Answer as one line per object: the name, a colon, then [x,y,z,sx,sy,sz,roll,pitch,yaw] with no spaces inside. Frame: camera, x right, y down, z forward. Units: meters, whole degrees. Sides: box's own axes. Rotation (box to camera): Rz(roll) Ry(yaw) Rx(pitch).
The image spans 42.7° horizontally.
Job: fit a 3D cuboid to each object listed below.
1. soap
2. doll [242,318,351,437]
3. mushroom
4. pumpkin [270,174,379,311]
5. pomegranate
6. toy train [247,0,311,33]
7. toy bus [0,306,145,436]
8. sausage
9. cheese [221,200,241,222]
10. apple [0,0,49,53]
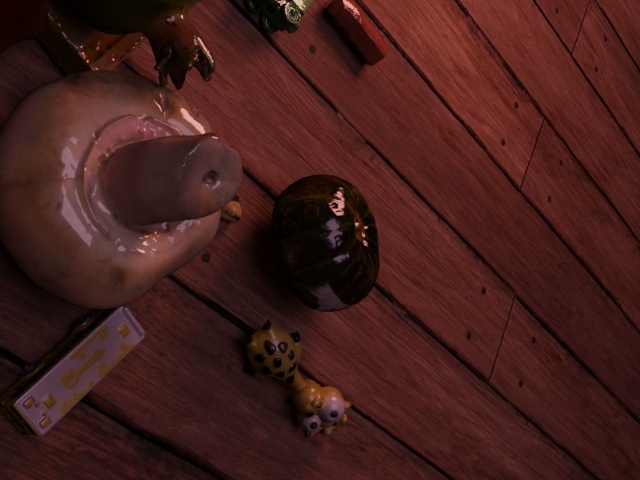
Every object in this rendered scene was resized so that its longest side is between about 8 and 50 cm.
soap: [-0.337,-0.361,1.294,0.135,0.076,0.233,53,53,-26]
doll: [-0.044,0.264,1.514,0.117,0.086,0.291,-33,117,3]
mushroom: [-0.283,-0.061,1.187,0.353,0.353,0.325,11,110,-42]
pumpkin: [-0.003,0.001,1.514,0.260,0.189,0.260,-15,90,-72]
pomegranate: [-0.269,-0.363,1.163,0.231,0.231,0.286,-1,89,-43]
toy train: [-0.113,-0.499,1.517,0.251,0.085,0.119,46,52,-33]
toy bus: [-0.370,0.186,1.219,0.226,0.074,0.081,-45,116,-35]
sausage: [0.071,-0.443,1.697,0.169,0.065,0.065,46,58,-30]
cheese: [-0.176,-0.062,1.454,0.083,0.030,0.044,24,49,-35]
apple: [-0.474,-0.357,1.079,0.234,0.234,0.234,4,84,-43]
